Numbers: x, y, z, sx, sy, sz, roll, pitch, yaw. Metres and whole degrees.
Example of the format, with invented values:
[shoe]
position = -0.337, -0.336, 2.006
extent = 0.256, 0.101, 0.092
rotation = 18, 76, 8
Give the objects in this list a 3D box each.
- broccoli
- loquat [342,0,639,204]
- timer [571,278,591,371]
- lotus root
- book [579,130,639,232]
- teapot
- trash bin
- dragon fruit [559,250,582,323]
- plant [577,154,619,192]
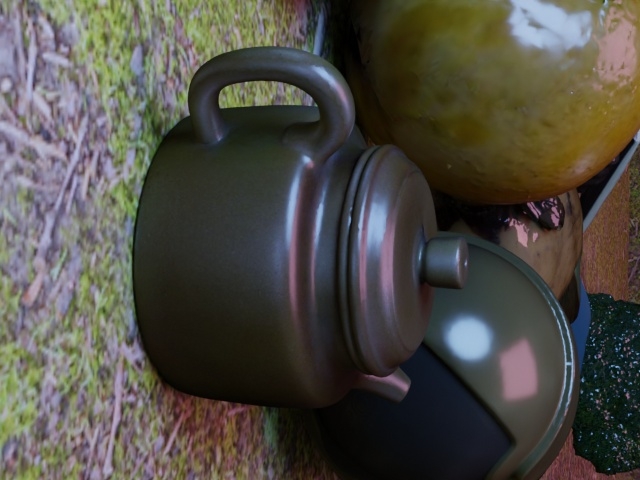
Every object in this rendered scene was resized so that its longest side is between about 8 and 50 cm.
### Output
[broccoli]
position = 0.450, 0.220, 2.062
extent = 0.245, 0.265, 0.294
rotation = 117, -48, -67
[loquat]
position = 0.149, -0.160, 1.057
extent = 0.263, 0.263, 0.263
rotation = 2, 90, -71
[timer]
position = 0.306, 0.069, 1.806
extent = 0.232, 0.091, 0.250
rotation = -64, 146, -49
[lotus root]
position = 0.176, 0.015, 1.296
extent = 0.310, 0.183, 0.182
rotation = 67, 31, -50
[book]
position = 0.324, -0.093, 1.443
extent = 0.181, 0.014, 0.127
rotation = 111, 2, -50
[teapot]
position = 0.000, 0.000, 0.784
extent = 0.185, 0.175, 0.267
rotation = -70, 154, -46
[trash bin]
position = 0.097, 0.115, 1.030
extent = 0.334, 0.214, 0.214
rotation = 57, 38, -72
[dragon fruit]
position = 0.231, 0.023, 1.533
extent = 0.268, 0.130, 0.295
rotation = -31, 121, -62
[plant]
position = 0.238, -0.215, 1.378
extent = 0.213, 0.215, 0.312
rotation = 70, 34, -55
